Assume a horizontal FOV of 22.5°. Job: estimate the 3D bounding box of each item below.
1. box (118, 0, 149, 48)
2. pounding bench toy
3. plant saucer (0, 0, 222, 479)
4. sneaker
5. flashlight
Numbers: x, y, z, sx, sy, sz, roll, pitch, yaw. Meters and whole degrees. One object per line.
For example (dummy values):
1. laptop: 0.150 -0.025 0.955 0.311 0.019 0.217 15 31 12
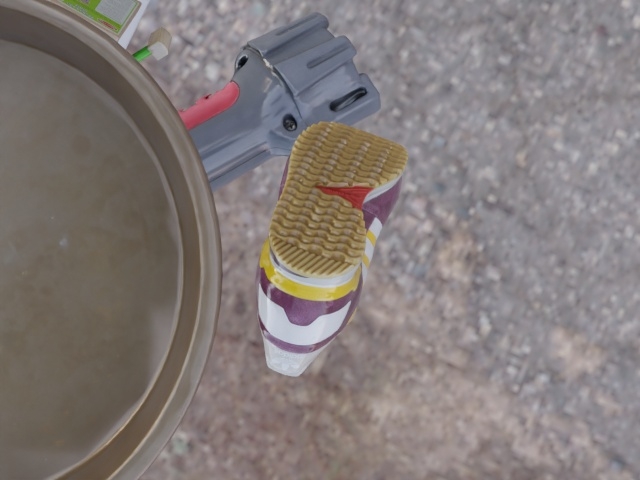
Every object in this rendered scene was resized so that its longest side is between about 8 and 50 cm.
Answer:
1. box: -0.333 -0.276 1.794 0.168 0.345 0.215 35 -167 37
2. pounding bench toy: -0.146 -0.125 1.050 0.083 0.052 0.065 29 125 -7
3. plant saucer: -0.180 0.015 0.779 0.278 0.277 0.041 22 -179 9
4. sneaker: 0.000 0.000 0.906 0.070 0.185 0.084 20 121 6
5. flashlight: -0.116 -0.062 1.113 0.103 0.304 0.103 62 164 -15
